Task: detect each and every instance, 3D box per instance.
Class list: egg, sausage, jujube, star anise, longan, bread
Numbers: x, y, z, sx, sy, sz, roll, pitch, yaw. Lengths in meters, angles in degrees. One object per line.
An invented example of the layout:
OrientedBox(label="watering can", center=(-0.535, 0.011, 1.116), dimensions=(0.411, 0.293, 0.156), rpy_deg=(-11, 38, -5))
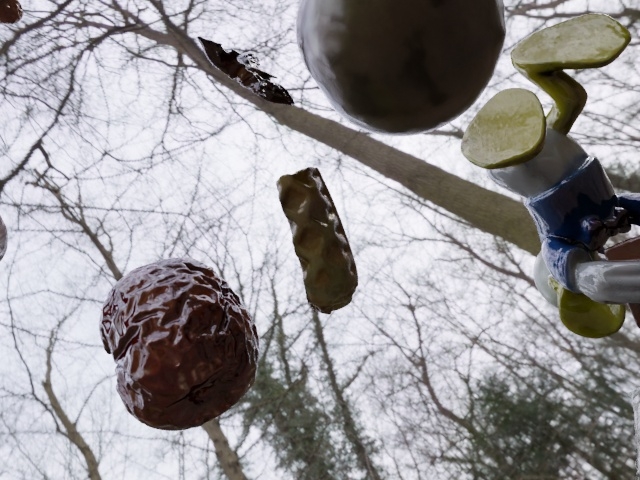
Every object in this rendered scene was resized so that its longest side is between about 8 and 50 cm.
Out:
OrientedBox(label="egg", center=(0.377, 0.050, 0.852), dimensions=(0.114, 0.152, 0.114), rpy_deg=(-1, -83, -5))
OrientedBox(label="sausage", center=(-0.404, -0.264, 0.650), dimensions=(0.043, 0.187, 0.043), rpy_deg=(-40, -44, -54))
OrientedBox(label="jujube", center=(-0.195, 0.131, 0.802), dimensions=(0.213, 0.232, 0.212), rpy_deg=(-21, -46, -23))
OrientedBox(label="star anise", center=(-0.138, -0.328, 1.135), dimensions=(0.212, 0.157, 0.053), rpy_deg=(36, -70, -6))
OrientedBox(label="longan", center=(0.120, -0.345, 0.931), dimensions=(0.361, 0.361, 0.360), rpy_deg=(-14, -62, -30))
OrientedBox(label="bread", center=(0.000, 0.000, 0.916), dimensions=(0.088, 0.128, 0.231), rpy_deg=(-14, -87, 13))

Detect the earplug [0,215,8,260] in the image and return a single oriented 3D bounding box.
OrientedBox(label="earplug", center=(-0.578, 0.047, 0.808), dimensions=(0.173, 0.301, 0.172), rpy_deg=(-4, -65, -8))

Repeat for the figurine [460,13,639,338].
OrientedBox(label="figurine", center=(0.305, -0.017, 0.617), dimensions=(0.205, 0.283, 0.338), rpy_deg=(-39, -40, -5))

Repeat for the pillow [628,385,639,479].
OrientedBox(label="pillow", center=(0.544, 0.287, 0.831), dimensions=(0.302, 0.185, 0.074), rpy_deg=(-36, -72, -58))
